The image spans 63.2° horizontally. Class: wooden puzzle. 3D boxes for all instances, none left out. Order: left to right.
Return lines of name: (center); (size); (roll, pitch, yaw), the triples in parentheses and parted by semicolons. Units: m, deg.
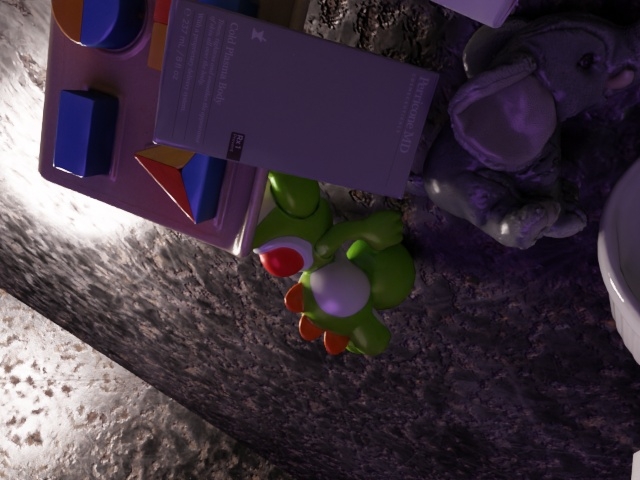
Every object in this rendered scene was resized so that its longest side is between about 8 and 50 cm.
wooden puzzle: (-0.204, -0.175, 0.599); (0.347, 0.080, 0.323); (22, 110, 16)

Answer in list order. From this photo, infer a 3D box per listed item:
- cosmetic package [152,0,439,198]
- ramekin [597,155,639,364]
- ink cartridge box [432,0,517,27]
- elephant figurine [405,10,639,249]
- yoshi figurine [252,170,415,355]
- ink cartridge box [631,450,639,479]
cosmetic package: (-0.024, -0.129, 0.495); (0.237, 0.107, 0.127); (10, 105, -9)
ramekin: (0.371, 0.034, 0.420); (0.272, 0.273, 0.127); (10, 151, 27)
ink cartridge box: (0.085, -0.243, 0.323); (0.153, 0.208, 0.087); (27, 145, 6)
elephant figurine: (0.187, -0.129, 0.468); (0.169, 0.185, 0.240); (-122, 23, -47)
yoshi figurine: (0.012, -0.014, 0.739); (0.202, 0.203, 0.362); (-30, 104, 10)
ink cartridge box: (0.600, 0.406, 0.843); (0.143, 0.090, 0.092); (22, 144, 13)
